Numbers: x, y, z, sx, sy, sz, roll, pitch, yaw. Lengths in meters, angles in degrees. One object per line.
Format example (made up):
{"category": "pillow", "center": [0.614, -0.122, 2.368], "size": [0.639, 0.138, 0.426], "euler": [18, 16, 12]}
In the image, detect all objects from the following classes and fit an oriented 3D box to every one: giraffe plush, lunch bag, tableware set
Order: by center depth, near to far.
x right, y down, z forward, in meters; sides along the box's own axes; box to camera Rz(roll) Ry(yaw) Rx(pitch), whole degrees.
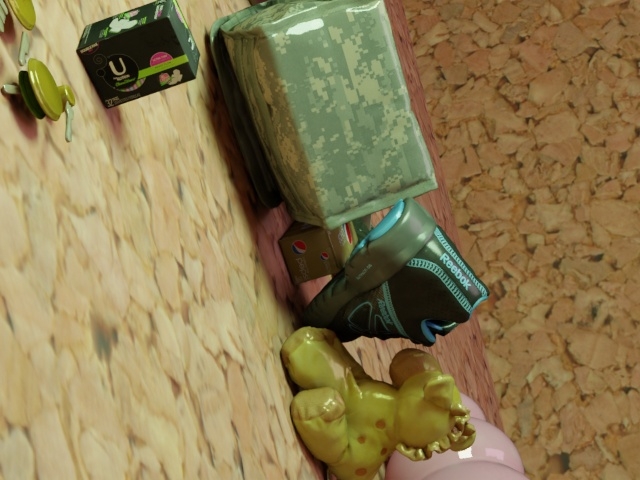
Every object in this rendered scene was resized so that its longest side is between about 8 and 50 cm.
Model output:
{"category": "tableware set", "center": [-0.219, -0.147, 1.056], "size": [0.104, 0.024, 0.154], "euler": [-99, 165, -52]}
{"category": "giraffe plush", "center": [0.072, 0.179, 1.587], "size": [0.181, 0.171, 0.210], "euler": [30, 44, -75]}
{"category": "lunch bag", "center": [-0.015, -0.154, 1.666], "size": [0.287, 0.169, 0.235], "euler": [-158, -131, -70]}

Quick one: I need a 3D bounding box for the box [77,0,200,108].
{"category": "box", "center": [-0.151, -0.158, 1.239], "size": [0.052, 0.083, 0.062], "euler": [-89, 158, -59]}

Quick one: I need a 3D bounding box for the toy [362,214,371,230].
{"category": "toy", "center": [0.025, -0.138, 1.857], "size": [0.137, 0.056, 0.237], "euler": [89, -24, -43]}

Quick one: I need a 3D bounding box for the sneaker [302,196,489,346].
{"category": "sneaker", "center": [0.077, 0.072, 1.629], "size": [0.140, 0.125, 0.341], "euler": [42, -18, 2]}

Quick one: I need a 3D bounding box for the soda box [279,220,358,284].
{"category": "soda box", "center": [0.000, 0.000, 1.799], "size": [0.181, 0.061, 0.058], "euler": [-59, 131, -76]}

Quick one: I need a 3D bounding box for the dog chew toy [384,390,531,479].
{"category": "dog chew toy", "center": [0.171, 0.315, 1.839], "size": [0.332, 0.207, 0.206], "euler": [-108, 173, -51]}

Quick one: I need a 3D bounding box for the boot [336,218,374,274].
{"category": "boot", "center": [0.066, 0.046, 2.071], "size": [0.189, 0.076, 0.208], "euler": [-93, 169, -46]}

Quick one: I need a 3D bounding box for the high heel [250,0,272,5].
{"category": "high heel", "center": [-0.052, -0.432, 1.896], "size": [0.377, 0.181, 0.127], "euler": [55, 21, -58]}
